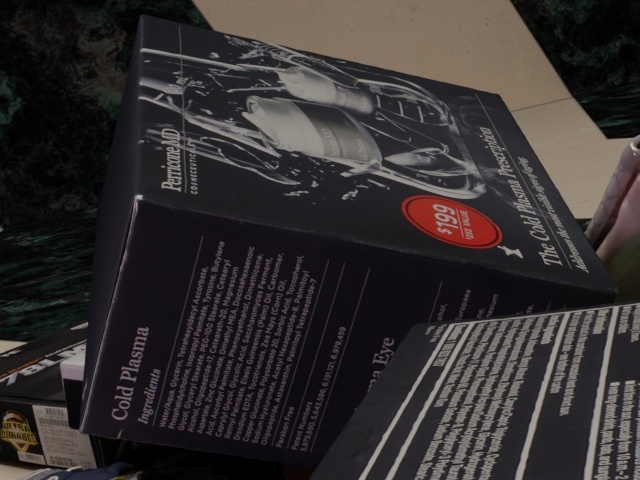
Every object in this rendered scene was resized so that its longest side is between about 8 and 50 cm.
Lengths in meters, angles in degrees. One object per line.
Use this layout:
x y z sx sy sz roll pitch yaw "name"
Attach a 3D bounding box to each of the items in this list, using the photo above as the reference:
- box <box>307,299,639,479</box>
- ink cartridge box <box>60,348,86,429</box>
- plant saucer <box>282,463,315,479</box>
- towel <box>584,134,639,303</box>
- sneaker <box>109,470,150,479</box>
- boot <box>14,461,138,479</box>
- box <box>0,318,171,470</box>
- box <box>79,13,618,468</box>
0.169 0.139 0.592 0.294 0.183 0.296 -9 10 17 "box"
-0.052 0.079 1.149 0.165 0.065 0.332 3 18 28 "ink cartridge box"
0.050 0.153 1.069 0.168 0.029 0.168 -11 10 2 "plant saucer"
0.310 0.004 1.045 0.331 0.053 0.317 -14 -31 -23 "towel"
-0.151 0.205 0.849 0.094 0.082 0.208 -12 11 7 "sneaker"
-0.187 0.196 0.956 0.086 0.069 0.190 -12 8 8 "boot"
-0.190 0.131 1.314 0.293 0.073 0.295 1 15 44 "box"
0.000 0.000 0.998 0.312 0.179 0.343 10 26 -13 "box"
